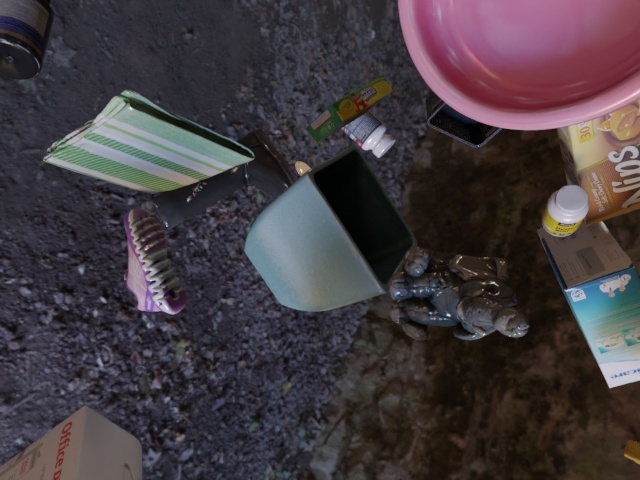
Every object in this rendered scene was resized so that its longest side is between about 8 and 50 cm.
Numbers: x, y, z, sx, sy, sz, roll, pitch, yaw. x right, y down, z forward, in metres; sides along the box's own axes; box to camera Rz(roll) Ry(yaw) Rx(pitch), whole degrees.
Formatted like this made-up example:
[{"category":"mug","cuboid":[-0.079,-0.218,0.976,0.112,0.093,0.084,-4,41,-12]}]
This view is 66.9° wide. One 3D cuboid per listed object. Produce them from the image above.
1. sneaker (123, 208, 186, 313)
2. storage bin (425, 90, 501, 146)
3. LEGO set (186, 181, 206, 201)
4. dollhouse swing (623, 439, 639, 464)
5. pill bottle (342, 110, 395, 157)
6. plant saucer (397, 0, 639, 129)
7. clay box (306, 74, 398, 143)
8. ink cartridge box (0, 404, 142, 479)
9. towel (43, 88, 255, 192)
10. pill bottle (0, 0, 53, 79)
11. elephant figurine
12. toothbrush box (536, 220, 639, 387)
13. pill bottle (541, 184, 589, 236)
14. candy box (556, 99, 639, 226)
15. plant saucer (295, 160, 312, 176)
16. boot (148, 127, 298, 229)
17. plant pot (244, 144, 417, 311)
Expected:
[{"category":"sneaker","cuboid":[-0.376,0.052,1.027,0.095,0.105,0.236,-31,104,-69]},{"category":"storage bin","cuboid":[0.371,-0.331,1.234,0.180,0.122,0.084,18,54,-22]},{"category":"LEGO set","cuboid":[-0.364,-0.147,1.410,0.023,0.054,0.083,44,37,-10]},{"category":"dollhouse swing","cuboid":[0.586,0.458,0.618,0.305,0.347,0.315,107,9,-65]},{"category":"pill bottle","cuboid":[0.153,-0.359,1.583,0.108,0.180,0.108,-45,175,-5]},{"category":"plant saucer","cuboid":[0.233,-0.278,0.476,0.084,0.332,0.331,-14,108,-44]},{"category":"clay box","cuboid":[0.080,-0.324,1.174,0.222,0.127,0.053,-40,98,-33]},{"category":"ink cartridge box","cuboid":[-0.385,0.388,0.629,0.283,0.207,0.117,-37,120,-3]},{"category":"towel","cuboid":[-0.319,-0.158,0.878,0.248,0.325,0.038,19,67,-45]},{"category":"pill bottle","cuboid":[-0.659,-0.474,1.058,0.123,0.123,0.219,42,39,-57]},{"category":"elephant figurine","cuboid":[0.245,0.100,0.779,0.186,0.240,0.169,-57,131,-31]},{"category":"toothbrush box","cuboid":[0.580,0.117,0.998,0.295,0.126,0.216,53,25,-25]},{"category":"pill bottle","cuboid":[0.427,-0.053,0.843,0.116,0.065,0.065,45,55,-65]},{"category":"candy box","cuboid":[0.522,-0.180,0.839,0.316,0.183,0.087,53,24,-41]},{"category":"plant saucer","cuboid":[-0.042,-0.217,1.505,0.015,0.084,0.083,-47,138,-24]},{"category":"boot","cuboid":[-0.323,-0.162,1.605,0.446,0.367,0.146,-25,145,-16]},{"category":"plant pot","cuboid":[0.000,0.000,0.963,0.247,0.252,0.247,56,31,-5]}]
